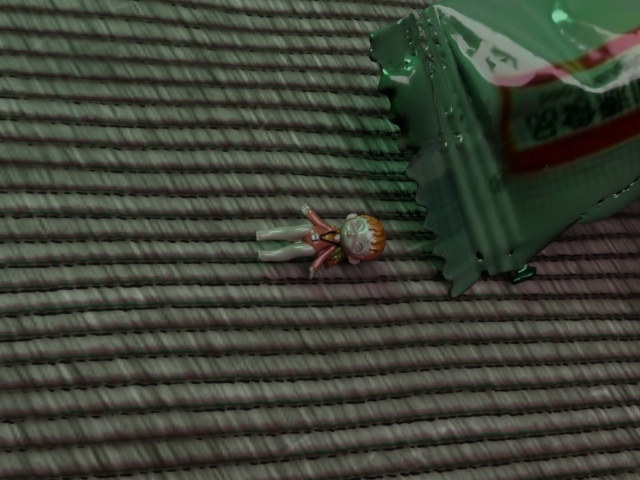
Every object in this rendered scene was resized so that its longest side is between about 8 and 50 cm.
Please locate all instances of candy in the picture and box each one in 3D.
[{"bbox_3d":[0.233,-0.137,0.758,0.398,0.172,0.263,-29,106,-16],"label":"candy"}]

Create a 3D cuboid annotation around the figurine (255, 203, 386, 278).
[{"bbox_3d":[0.000,0.000,0.706,0.109,0.047,0.064,-4,80,-10],"label":"figurine"}]
